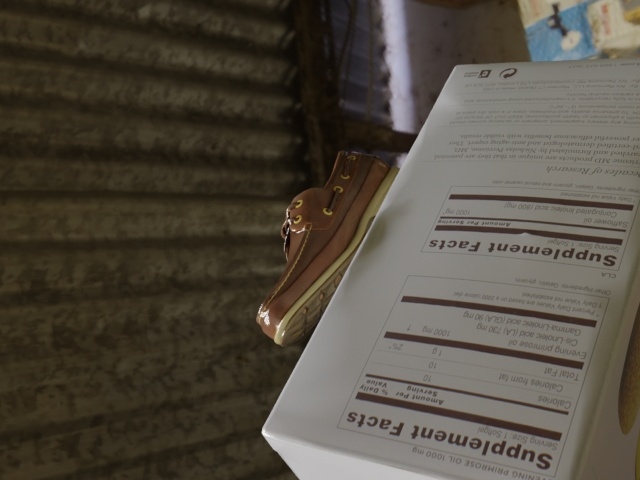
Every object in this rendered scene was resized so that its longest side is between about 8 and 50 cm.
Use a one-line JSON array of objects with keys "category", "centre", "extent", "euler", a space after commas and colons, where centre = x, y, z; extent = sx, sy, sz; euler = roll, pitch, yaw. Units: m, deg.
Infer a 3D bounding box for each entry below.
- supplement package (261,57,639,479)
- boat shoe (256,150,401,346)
[{"category": "supplement package", "centre": [0.102, 0.040, 0.427], "extent": [0.244, 0.133, 0.139], "euler": [-61, -41, -32]}, {"category": "boat shoe", "centre": [0.000, 0.000, 0.581], "extent": [0.060, 0.064, 0.178], "euler": [31, -133, 6]}]
